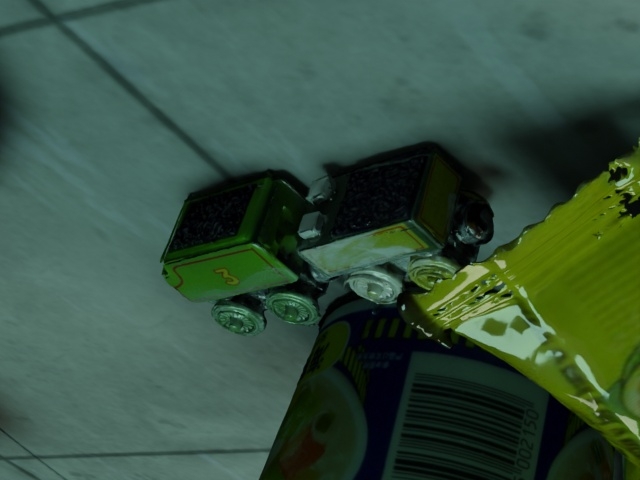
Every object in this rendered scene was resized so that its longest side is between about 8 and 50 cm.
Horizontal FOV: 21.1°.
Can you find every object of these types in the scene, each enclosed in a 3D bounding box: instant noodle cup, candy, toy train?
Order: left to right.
[{"bbox_3d":[0.000,0.000,0.915,0.202,0.060,0.081,-14,136,40],"label":"toy train"},{"bbox_3d":[0.053,0.204,1.001,0.284,0.312,0.284,12,153,6],"label":"instant noodle cup"},{"bbox_3d":[0.180,0.059,0.871,0.187,0.081,0.297,-36,136,11],"label":"candy"}]
